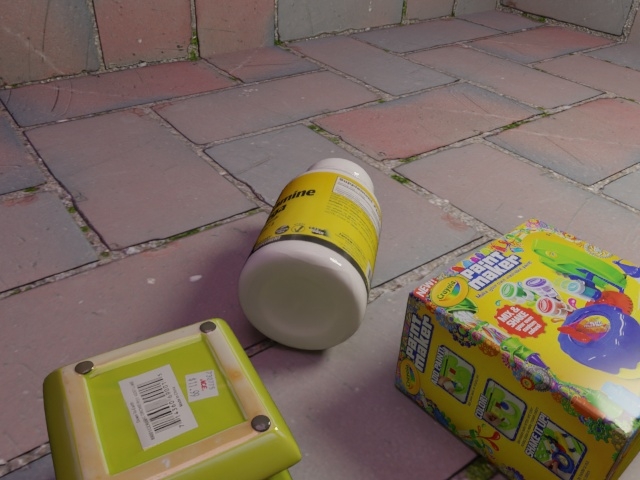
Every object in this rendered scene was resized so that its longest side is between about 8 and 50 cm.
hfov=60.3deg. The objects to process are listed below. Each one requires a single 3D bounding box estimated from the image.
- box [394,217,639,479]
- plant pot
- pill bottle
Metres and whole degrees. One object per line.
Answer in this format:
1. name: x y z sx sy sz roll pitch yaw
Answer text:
1. box: 0.303 0.145 0.724 0.290 0.176 0.279 -26 43 -34
2. plant pot: -0.149 0.223 0.555 0.227 0.207 0.228 -15 40 -24
3. pill bottle: 0.000 0.000 0.899 0.188 0.187 0.333 8 35 7
